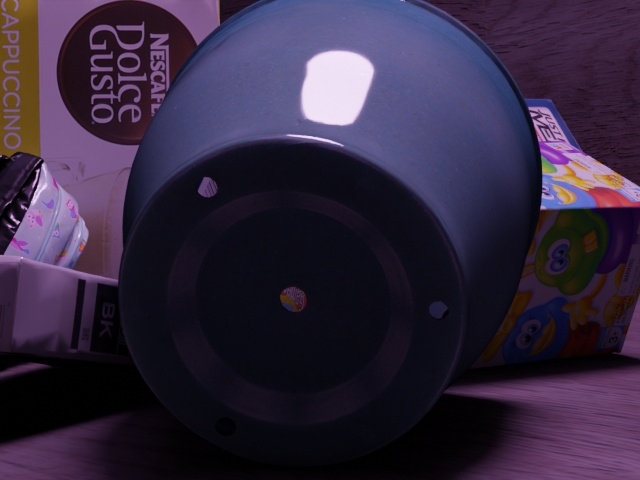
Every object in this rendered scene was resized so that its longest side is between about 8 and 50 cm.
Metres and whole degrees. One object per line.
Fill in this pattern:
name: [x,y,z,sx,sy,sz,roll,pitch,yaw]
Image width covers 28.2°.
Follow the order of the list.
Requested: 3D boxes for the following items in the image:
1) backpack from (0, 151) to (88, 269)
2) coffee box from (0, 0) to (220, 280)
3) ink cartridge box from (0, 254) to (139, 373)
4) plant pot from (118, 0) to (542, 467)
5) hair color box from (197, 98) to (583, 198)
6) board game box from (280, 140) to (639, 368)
backpack: [-0.282,0.014,1.084,0.152,0.182,0.115,4,-38,27]
coffee box: [-0.268,-0.082,1.339,0.334,0.338,0.338,-1,3,-6]
ink cartridge box: [-0.183,0.059,0.918,0.165,0.065,0.332,1,-7,25]
plant pot: [0.000,0.000,0.762,0.271,0.272,0.255,0,19,8]
hair color box: [0.060,-0.038,1.172,0.347,0.105,0.174,-2,-38,-30]
board game box: [0.116,0.008,1.033,0.275,0.142,0.144,-3,27,-31]
